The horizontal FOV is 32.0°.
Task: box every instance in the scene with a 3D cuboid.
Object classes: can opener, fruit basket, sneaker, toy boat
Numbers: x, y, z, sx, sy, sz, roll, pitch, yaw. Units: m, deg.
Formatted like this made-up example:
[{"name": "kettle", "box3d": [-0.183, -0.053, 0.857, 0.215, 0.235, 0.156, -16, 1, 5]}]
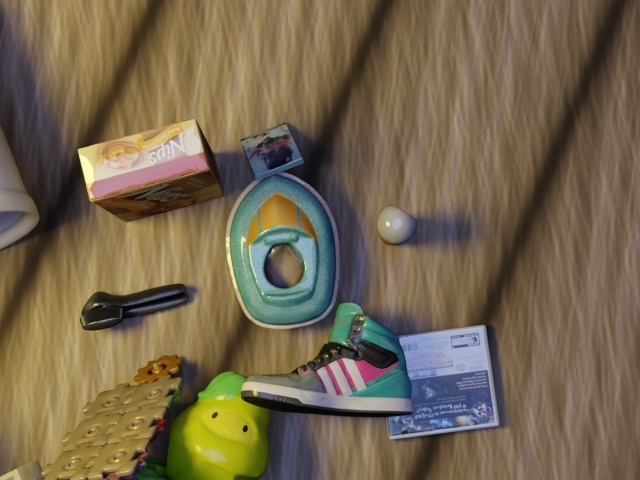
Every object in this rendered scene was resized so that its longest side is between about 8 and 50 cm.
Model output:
[{"name": "can opener", "box3d": [-0.316, 0.112, 1.895, 0.186, 0.059, 0.073, -13, 57, -11]}, {"name": "fruit basket", "box3d": [-0.187, 0.404, 1.775, 0.392, 0.283, 0.392, 1, 101, 5]}, {"name": "sneaker", "box3d": [0.016, 0.189, 1.809, 0.296, 0.124, 0.178, 8, 74, -24]}, {"name": "toy boat", "box3d": [0.000, 0.000, 1.858, 0.318, 0.148, 0.267, -11, 84, -1]}]

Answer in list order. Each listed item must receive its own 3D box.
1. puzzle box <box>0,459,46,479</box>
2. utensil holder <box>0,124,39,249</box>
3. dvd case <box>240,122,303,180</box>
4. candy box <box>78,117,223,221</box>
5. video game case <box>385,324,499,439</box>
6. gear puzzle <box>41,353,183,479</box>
[{"name": "puzzle box", "box3d": [-0.534, 0.537, 1.748, 0.409, 0.052, 0.272, -28, 84, 29]}, {"name": "utensil holder", "box3d": [-0.672, -0.159, 1.785, 0.328, 0.327, 0.385, -21, 84, -2]}, {"name": "dvd case", "box3d": [-0.084, -0.152, 1.902, 0.087, 0.119, 0.013, -21, 129, -2]}, {"name": "candy box", "box3d": [-0.261, -0.105, 1.783, 0.183, 0.316, 0.087, -16, 85, -2]}, {"name": "video game case", "box3d": [0.198, 0.241, 1.898, 0.190, 0.022, 0.173, -7, 84, -2]}, {"name": "gear puzzle", "box3d": [-0.305, 0.285, 1.768, 0.176, 0.339, 0.044, -13, 114, 19]}]
